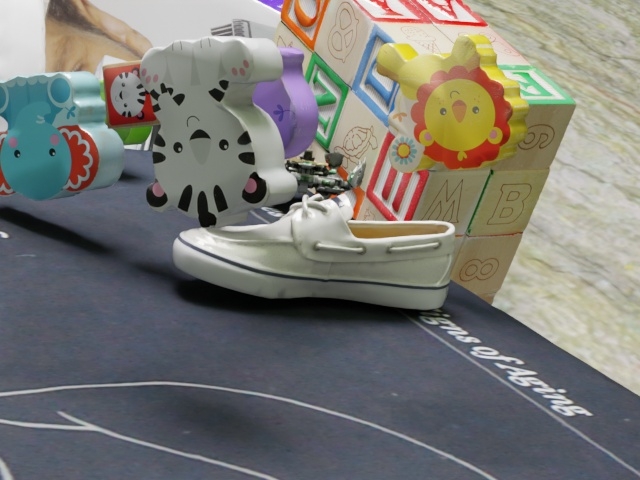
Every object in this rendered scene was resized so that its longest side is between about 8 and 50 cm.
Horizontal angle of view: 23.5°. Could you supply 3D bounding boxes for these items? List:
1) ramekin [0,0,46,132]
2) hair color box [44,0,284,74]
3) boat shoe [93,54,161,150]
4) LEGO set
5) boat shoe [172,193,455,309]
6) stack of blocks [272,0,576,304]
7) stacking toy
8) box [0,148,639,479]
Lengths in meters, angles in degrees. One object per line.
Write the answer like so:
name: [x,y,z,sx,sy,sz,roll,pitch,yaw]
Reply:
ramekin: [-0.258,-0.095,0.941,0.135,0.277,0.277,-1,34,-21]
hair color box: [-0.051,-0.115,1.193,0.338,0.185,0.110,29,30,15]
boat shoe: [-0.111,-0.048,1.024,0.119,0.121,0.335,23,6,-7]
LEGO set: [-0.015,-0.027,0.635,0.054,0.023,0.083,4,5,-33]
boat shoe: [0.000,0.000,0.521,0.100,0.035,0.035,7,18,-17]
stack of blocks: [0.020,0.001,0.921,0.087,0.297,0.171,-3,36,-34]
stacking toy: [-0.062,-0.036,0.525,0.221,0.052,0.167,-2,5,30]
box: [-0.124,0.170,0.438,0.471,0.297,0.480,-2,22,-34]
